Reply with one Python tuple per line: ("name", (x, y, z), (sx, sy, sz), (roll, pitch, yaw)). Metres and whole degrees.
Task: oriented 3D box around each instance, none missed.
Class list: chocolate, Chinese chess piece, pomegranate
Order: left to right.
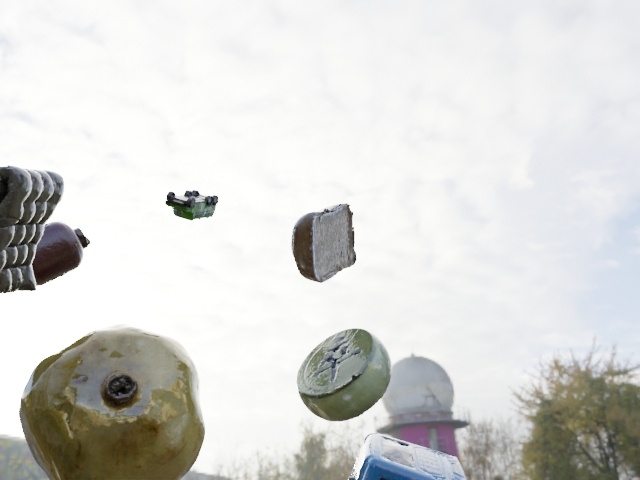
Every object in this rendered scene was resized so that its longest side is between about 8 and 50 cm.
("pomegranate", (-0.368, 0.316, 1.043), (0.332, 0.333, 0.333), (-3, -26, -1))
("chocolate", (0.000, 0.000, 1.268), (0.083, 0.161, 0.261), (3, 7, 23))
("Chinese chess piece", (0.043, 0.250, 1.101), (0.188, 0.188, 0.083), (-20, -63, 31))

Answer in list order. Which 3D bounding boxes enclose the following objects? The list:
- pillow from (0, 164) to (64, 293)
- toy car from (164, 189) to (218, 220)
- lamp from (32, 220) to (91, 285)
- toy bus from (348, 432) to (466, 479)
("pillow", (-0.729, -0.017, 1.374), (0.101, 0.327, 0.228), (18, 4, 0))
("toy car", (-0.313, -0.085, 1.411), (0.071, 0.063, 0.165), (15, 10, 14))
("lamp", (-0.852, 0.036, 1.811), (0.258, 0.180, 0.180), (-31, -10, -32))
("toy bus", (0.064, 0.336, 0.594), (0.134, 0.247, 0.113), (19, 0, 6))
